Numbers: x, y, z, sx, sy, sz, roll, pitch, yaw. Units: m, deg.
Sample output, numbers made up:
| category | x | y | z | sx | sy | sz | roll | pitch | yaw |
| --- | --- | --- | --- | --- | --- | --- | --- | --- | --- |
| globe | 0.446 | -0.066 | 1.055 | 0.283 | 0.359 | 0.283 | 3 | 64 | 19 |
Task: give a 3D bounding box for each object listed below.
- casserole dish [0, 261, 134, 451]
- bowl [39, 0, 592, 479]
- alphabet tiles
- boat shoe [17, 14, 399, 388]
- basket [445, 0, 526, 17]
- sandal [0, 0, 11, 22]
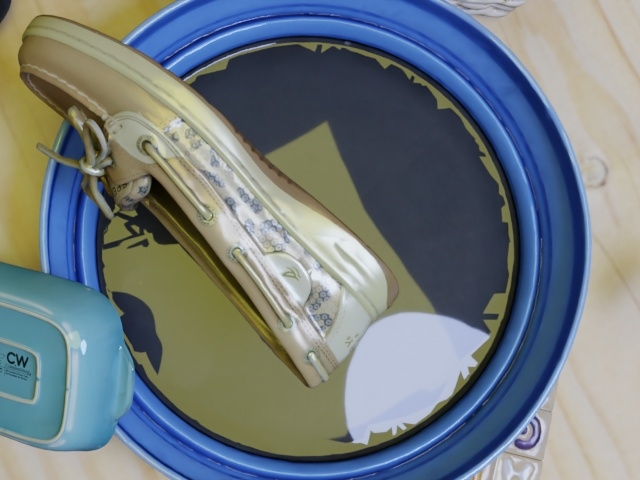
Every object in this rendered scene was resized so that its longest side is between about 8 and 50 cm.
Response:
| category | x | y | z | sx | sy | sz | roll | pitch | yaw |
| --- | --- | --- | --- | --- | --- | --- | --- | --- | --- |
| casserole dish | -0.207 | 0.076 | 0.583 | 0.188 | 0.037 | 0.114 | 12 | 102 | 23 |
| bowl | 0.000 | 0.000 | 0.654 | 0.391 | 0.077 | 0.391 | 1 | 84 | -8 |
| alphabet tiles | 0.079 | 0.091 | 0.705 | 0.237 | 0.009 | 0.198 | 14 | 82 | -10 |
| boat shoe | -0.081 | -0.026 | 0.553 | 0.285 | 0.104 | 0.089 | 39 | 78 | -3 |
| basket | 0.052 | -0.359 | 0.610 | 0.331 | 0.266 | 0.328 | 5 | 84 | -10 |
| sandal | -0.348 | -0.206 | 0.622 | 0.254 | 0.054 | 0.097 | 22 | 81 | -9 |
